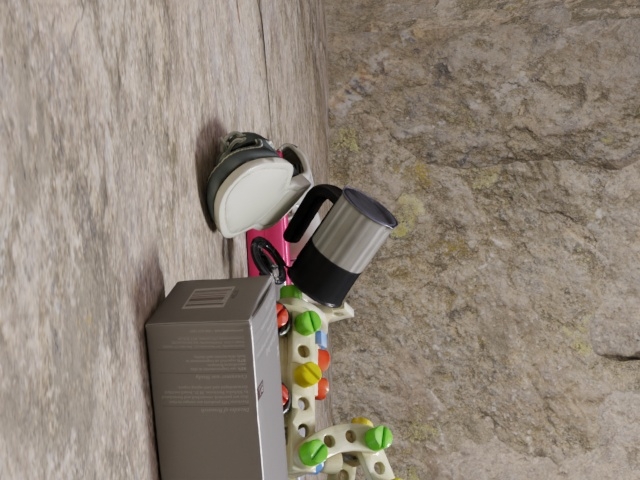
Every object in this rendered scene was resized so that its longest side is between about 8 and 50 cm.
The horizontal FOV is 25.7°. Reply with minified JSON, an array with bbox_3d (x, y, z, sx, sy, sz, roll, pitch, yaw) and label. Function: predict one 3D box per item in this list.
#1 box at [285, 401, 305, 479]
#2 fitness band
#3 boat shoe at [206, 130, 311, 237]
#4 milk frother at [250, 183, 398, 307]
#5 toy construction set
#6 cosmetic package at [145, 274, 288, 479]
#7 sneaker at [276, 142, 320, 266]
[{"bbox_3d":[-0.060,0.267,1.912,0.126,0.072,0.137,-64,152,-81],"label":"box"},{"bbox_3d":[-0.074,0.012,2.064,0.209,0.054,0.290,-87,175,-80],"label":"fitness band"},{"bbox_3d":[-0.094,-0.076,1.685,0.099,0.116,0.319,45,7,8],"label":"boat shoe"},{"bbox_3d":[0.000,0.000,1.747,0.134,0.129,0.143,-56,168,17],"label":"milk frother"},{"bbox_3d":[-0.008,0.181,1.766,0.151,0.215,0.327,-48,-140,41],"label":"toy construction set"},{"bbox_3d":[-0.089,0.163,1.272,0.127,0.107,0.237,-68,153,-70],"label":"cosmetic package"},{"bbox_3d":[-0.052,-0.055,2.255,0.258,0.094,0.091,-100,172,-49],"label":"sneaker"}]
